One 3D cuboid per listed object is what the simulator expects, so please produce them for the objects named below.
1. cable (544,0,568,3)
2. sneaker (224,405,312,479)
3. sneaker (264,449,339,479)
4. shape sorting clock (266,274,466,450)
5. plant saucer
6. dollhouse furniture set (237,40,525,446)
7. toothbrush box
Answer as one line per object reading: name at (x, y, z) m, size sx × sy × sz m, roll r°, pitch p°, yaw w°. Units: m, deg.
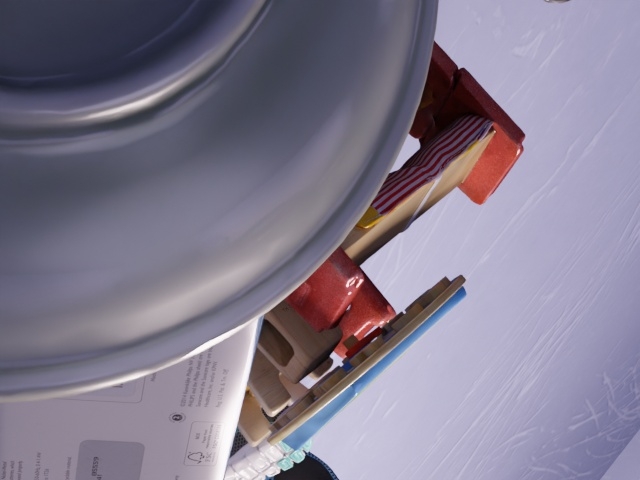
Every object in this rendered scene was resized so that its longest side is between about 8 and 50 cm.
cable at (0.208, -0.307, 1.359) m, size 0.139 × 0.072 × 0.287 m, roll -36°, pitch 143°, yaw 6°
sneaker at (-0.087, 0.198, 1.492) m, size 0.166 × 0.076 × 0.065 m, roll -29°, pitch 140°, yaw 9°
sneaker at (-0.114, 0.333, 1.537) m, size 0.341 × 0.140 × 0.125 m, roll -46°, pitch 157°, yaw -7°
shape sorting clock at (0.035, 0.094, 1.284) m, size 0.206 × 0.040 × 0.206 m, roll -42°, pitch 174°, yaw -5°
plant saucer at (-0.124, -0.139, 0.617) m, size 0.400 × 0.400 × 0.100 m, roll -42°, pitch -174°, yaw -20°
dollhouse furniture set at (0.000, 0.000, 1.327) m, size 0.201 × 0.152 × 0.374 m, roll -38°, pitch 169°, yaw -27°
toothbrush box at (-0.109, -0.020, 0.844) m, size 0.126 × 0.295 × 0.216 m, roll 5°, pitch 136°, yaw -10°
